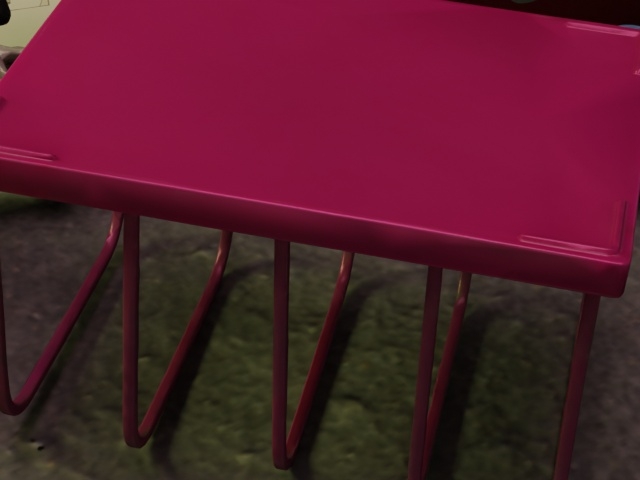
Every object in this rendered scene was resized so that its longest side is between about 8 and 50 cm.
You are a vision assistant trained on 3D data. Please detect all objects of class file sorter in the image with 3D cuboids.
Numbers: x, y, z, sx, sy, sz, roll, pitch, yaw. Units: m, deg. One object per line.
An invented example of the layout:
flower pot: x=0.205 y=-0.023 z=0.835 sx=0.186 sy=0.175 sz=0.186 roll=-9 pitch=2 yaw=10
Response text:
file sorter: x=0.000 y=0.000 z=0.822 sx=0.290 sy=0.182 sz=0.202 roll=10 pitch=37 yaw=9

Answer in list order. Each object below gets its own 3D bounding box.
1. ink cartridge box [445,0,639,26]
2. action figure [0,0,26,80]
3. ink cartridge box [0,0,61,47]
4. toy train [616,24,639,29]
ink cartridge box: x=0.158 y=-0.216 z=1.157 sx=0.309 sy=0.130 sz=0.272 roll=-14 pitch=40 yaw=-19
action figure: x=-0.197 y=-0.084 z=0.910 sx=0.140 sy=0.276 sz=0.164 roll=16 pitch=-8 yaw=-5
ink cartridge box: x=-0.257 y=-0.164 z=1.121 sx=0.261 sy=0.066 sz=0.296 roll=-6 pitch=38 yaw=-10
toy train: x=0.156 y=-0.068 z=1.011 sx=0.184 sy=0.080 sz=0.105 roll=-11 pitch=48 yaw=-20
